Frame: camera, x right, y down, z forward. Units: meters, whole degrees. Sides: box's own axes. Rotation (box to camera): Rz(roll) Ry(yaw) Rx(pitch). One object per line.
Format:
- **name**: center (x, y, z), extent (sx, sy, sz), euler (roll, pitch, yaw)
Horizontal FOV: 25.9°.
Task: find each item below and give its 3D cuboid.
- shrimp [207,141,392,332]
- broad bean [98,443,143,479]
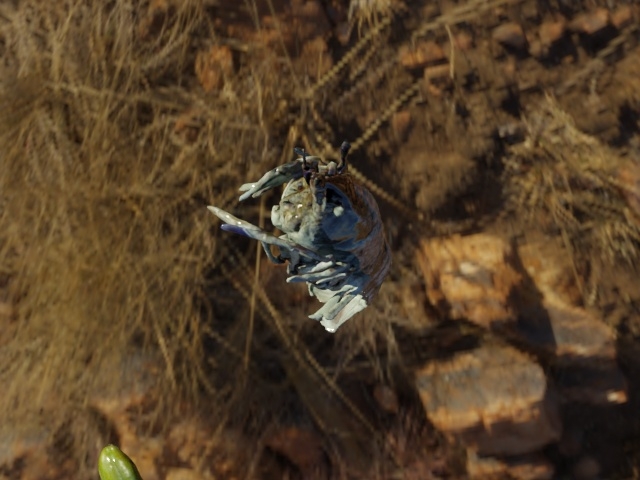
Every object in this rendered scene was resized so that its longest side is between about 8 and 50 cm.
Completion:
- **shrimp**: center (0.003, -0.002, 1.560), extent (0.166, 0.221, 0.410), euler (-21, 158, 14)
- **broad bean**: center (-0.173, 0.280, 1.386), extent (0.048, 0.070, 0.214), euler (-23, 135, -7)
